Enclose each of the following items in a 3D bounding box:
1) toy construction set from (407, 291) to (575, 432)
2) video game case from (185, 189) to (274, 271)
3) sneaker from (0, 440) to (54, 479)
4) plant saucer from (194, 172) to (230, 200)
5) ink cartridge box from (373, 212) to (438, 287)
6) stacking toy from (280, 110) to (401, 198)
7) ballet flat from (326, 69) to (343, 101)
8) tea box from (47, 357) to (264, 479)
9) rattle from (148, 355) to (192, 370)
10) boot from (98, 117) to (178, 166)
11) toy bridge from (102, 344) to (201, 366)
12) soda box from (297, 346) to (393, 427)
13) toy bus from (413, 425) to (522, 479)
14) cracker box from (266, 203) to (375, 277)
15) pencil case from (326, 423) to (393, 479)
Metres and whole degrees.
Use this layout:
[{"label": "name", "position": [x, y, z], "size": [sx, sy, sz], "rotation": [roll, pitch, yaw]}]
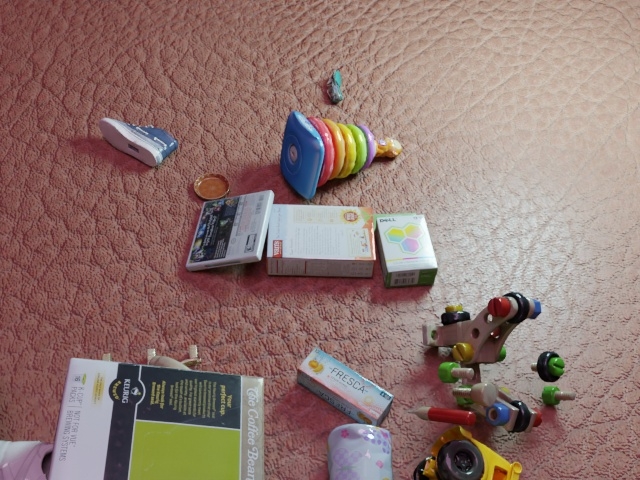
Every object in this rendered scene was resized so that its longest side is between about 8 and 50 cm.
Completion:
[{"label": "toy construction set", "position": [0.269, 0.242, 1.464], "size": [0.308, 0.258, 0.237], "rotation": [-24, 10, -40]}, {"label": "video game case", "position": [-0.195, -0.022, 1.709], "size": [0.173, 0.022, 0.191], "rotation": [-9, 48, 20]}, {"label": "sneaker", "position": [-0.491, 0.460, 1.279], "size": [0.152, 0.114, 0.305], "rotation": [-4, 51, -6]}, {"label": "plant saucer", "position": [-0.253, -0.124, 1.834], "size": [0.083, 0.013, 0.084], "rotation": [1, 52, -2]}, {"label": "ink cartridge box", "position": [0.181, 0.001, 1.725], "size": [0.108, 0.062, 0.209], "rotation": [-4, 51, -5]}, {"label": "stacking toy", "position": [0.068, -0.214, 1.859], "size": [0.301, 0.166, 0.175], "rotation": [-7, 40, -27]}, {"label": "ballet flat", "position": [0.035, -0.404, 2.065], "size": [0.041, 0.041, 0.114], "rotation": [-1, 50, -4]}, {"label": "tea box", "position": [-0.263, 0.392, 1.241], "size": [0.323, 0.220, 0.329], "rotation": [9, 49, -14]}, {"label": "rattle", "position": [-0.249, 0.294, 1.406], "size": [0.199, 0.130, 0.142], "rotation": [20, 40, 32]}, {"label": "boot", "position": [-0.439, -0.251, 1.901], "size": [0.190, 0.069, 0.086], "rotation": [34, 49, 12]}, {"label": "toy bridge", "position": [-0.326, 0.242, 1.524], "size": [0.188, 0.026, 0.063], "rotation": [-5, 54, -7]}, {"label": "soda box", "position": [0.045, 0.282, 1.492], "size": [0.183, 0.058, 0.063], "rotation": [31, 55, 19]}, {"label": "toy bus", "position": [0.257, 0.459, 1.322], "size": [0.211, 0.149, 0.220], "rotation": [28, 56, -1]}, {"label": "cracker box", "position": [0.000, 0.000, 1.713], "size": [0.232, 0.067, 0.156], "rotation": [2, 49, -2]}, {"label": "pencil case", "position": [0.064, 0.449, 1.324], "size": [0.124, 0.113, 0.273], "rotation": [-27, 43, 33]}]
